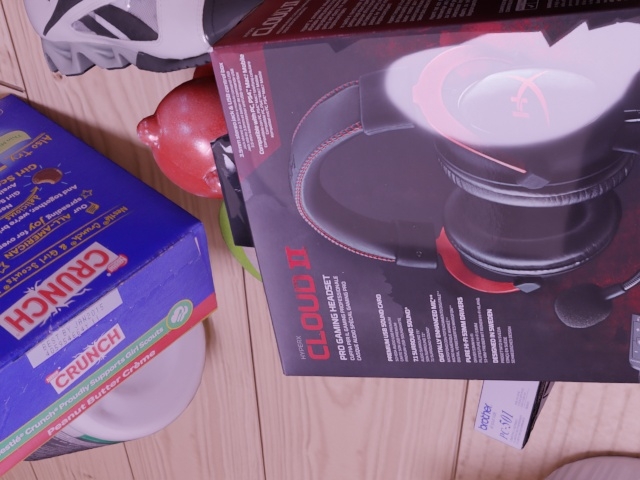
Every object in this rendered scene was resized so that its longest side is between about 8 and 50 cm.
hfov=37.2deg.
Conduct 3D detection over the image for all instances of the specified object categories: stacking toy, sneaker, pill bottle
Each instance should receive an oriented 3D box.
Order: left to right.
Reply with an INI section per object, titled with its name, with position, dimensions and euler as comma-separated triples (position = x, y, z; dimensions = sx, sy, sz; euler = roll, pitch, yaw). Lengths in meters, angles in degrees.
[pill bottle]
position = -0.309, 0.147, 1.099
dimensions = 0.361, 0.204, 0.204
euler = -23, 112, 47
[sneaker]
position = -0.123, -0.205, 0.678
dimensions = 0.330, 0.122, 0.146
euler = 2, 127, 40
[stacking toy]
position = 0.000, 0.000, 0.775
dimensions = 0.309, 0.130, 0.279
euler = 26, 139, 16

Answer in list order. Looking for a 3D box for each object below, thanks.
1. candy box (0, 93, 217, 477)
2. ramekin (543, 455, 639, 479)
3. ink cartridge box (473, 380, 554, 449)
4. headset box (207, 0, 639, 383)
[candy box]
position = -0.295, 0.026, 0.868
dimensions = 0.317, 0.268, 0.122
euler = 32, 146, 35
[ramekin]
position = 0.288, 0.313, 0.854
dimensions = 0.272, 0.127, 0.273
euler = 22, 139, 21
[ink cartridge box]
position = 0.166, 0.060, 0.729
dimensions = 0.046, 0.097, 0.207
euler = 21, 138, 21
[headset box]
position = 0.080, -0.035, 0.550
dimensions = 0.293, 0.110, 0.218
euler = -1, 118, 18
